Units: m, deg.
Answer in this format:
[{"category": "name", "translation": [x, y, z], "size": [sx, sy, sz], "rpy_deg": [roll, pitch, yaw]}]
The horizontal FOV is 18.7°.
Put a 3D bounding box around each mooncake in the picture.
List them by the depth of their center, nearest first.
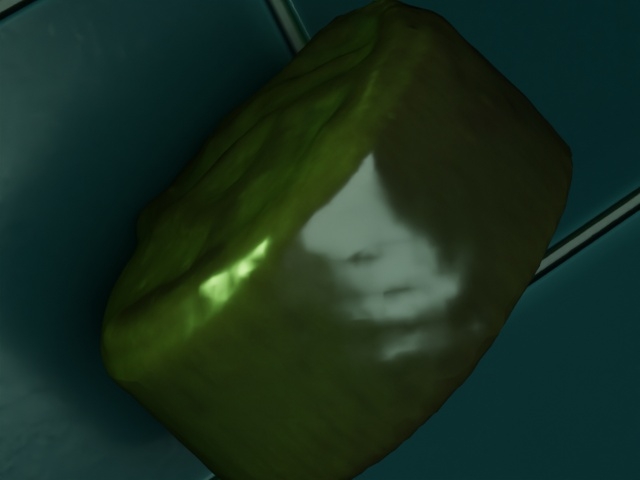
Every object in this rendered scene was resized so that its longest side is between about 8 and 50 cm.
[{"category": "mooncake", "translation": [0.000, 0.000, 1.121], "size": [0.155, 0.284, 0.284], "rpy_deg": [42, 76, -15]}]
